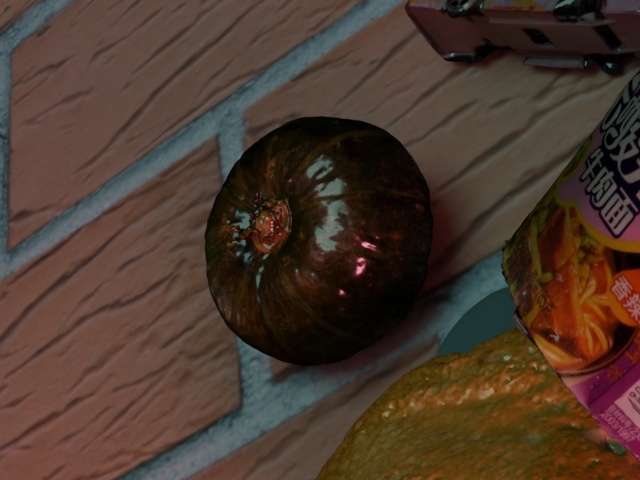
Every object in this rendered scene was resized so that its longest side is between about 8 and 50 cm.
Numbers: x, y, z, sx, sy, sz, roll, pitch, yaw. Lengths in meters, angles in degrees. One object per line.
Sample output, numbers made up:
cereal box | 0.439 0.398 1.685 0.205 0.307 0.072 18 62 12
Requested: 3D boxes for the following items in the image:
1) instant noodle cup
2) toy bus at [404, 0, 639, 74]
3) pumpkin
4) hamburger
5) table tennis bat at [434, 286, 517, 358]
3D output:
instant noodle cup | 0.292 0.002 0.955 0.266 0.340 0.340 -48 39 24
toy bus | 0.205 -0.210 1.345 0.274 0.090 0.112 11 62 46
pumpkin | 0.000 0.000 1.346 0.223 0.157 0.224 -11 74 44
hamburger | 0.123 0.210 1.028 0.290 0.170 0.314 -21 29 30
table tennis bat | 0.171 0.073 1.219 0.237 0.038 0.149 -57 39 3
